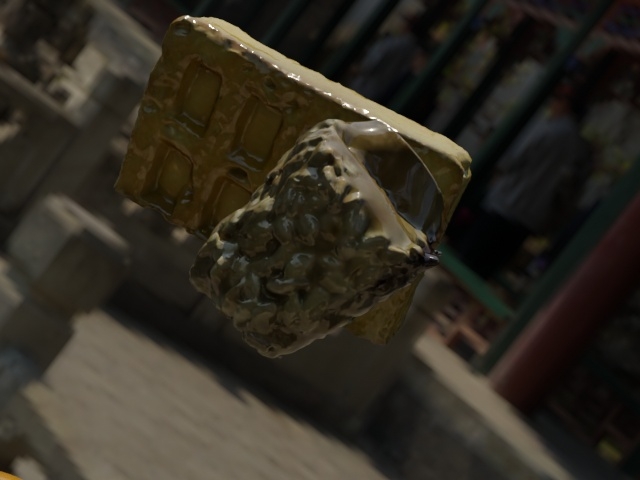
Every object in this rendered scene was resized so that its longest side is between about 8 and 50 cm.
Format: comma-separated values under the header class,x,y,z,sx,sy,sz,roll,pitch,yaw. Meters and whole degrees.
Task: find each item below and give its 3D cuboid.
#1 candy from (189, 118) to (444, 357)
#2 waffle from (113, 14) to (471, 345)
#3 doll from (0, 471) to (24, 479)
class,x,y,z,sx,sy,sz,roll,pitch,yaw
candy,0.000,0.000,0.858,0.085,0.110,0.095,50,22,2
waffle,-0.022,-0.052,1.493,0.274,0.168,0.057,30,25,16
doll,-0.301,0.262,1.448,0.236,0.213,0.213,43,1,-35
